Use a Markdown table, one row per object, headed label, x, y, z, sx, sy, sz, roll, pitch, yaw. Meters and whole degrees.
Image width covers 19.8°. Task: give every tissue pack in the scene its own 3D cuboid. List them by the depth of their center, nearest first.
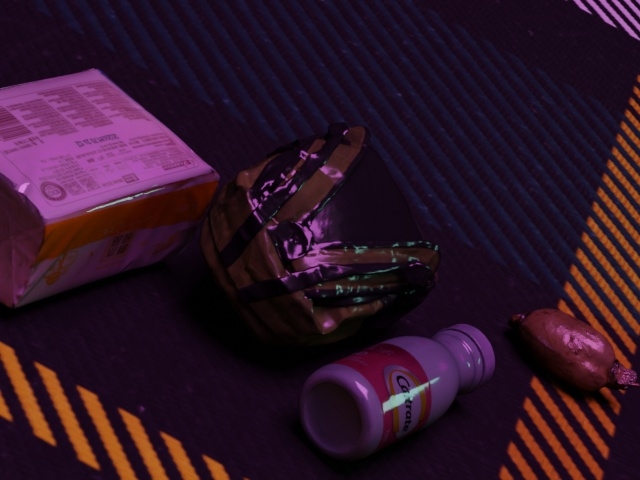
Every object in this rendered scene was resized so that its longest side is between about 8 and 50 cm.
| label | x | y | z | sx | sy | sz | roll | pitch | yaw |
| --- | --- | --- | --- | --- | --- | --- | --- | --- | --- |
| tissue pack | -0.244 | -0.051 | 1.701 | 0.185 | 0.124 | 0.225 | 43 | 35 | 22 |

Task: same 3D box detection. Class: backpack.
| label | x | y | z | sx | sy | sz | roll | pitch | yaw |
| --- | --- | --- | --- | --- | --- | --- | --- | --- | --- |
| backpack | 0.000 | 0.000 | 1.765 | 0.253 | 0.140 | 0.207 | -23 | 80 | -53 |

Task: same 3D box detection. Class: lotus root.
| label | x | y | z | sx | sy | sz | roll | pitch | yaw |
| --- | --- | --- | --- | --- | --- | --- | --- | --- | --- |
| lotus root | 0.264 | 0.115 | 1.904 | 0.152 | 0.063 | 0.072 | 31 | 22 | 11 |

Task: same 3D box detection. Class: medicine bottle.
| label | x | y | z | sx | sy | sz | roll | pitch | yaw |
| --- | --- | --- | --- | --- | --- | --- | --- | --- | --- |
| medicine bottle | 0.077 | 0.135 | 1.707 | 0.090 | 0.090 | 0.216 | 42 | 35 | 23 |
